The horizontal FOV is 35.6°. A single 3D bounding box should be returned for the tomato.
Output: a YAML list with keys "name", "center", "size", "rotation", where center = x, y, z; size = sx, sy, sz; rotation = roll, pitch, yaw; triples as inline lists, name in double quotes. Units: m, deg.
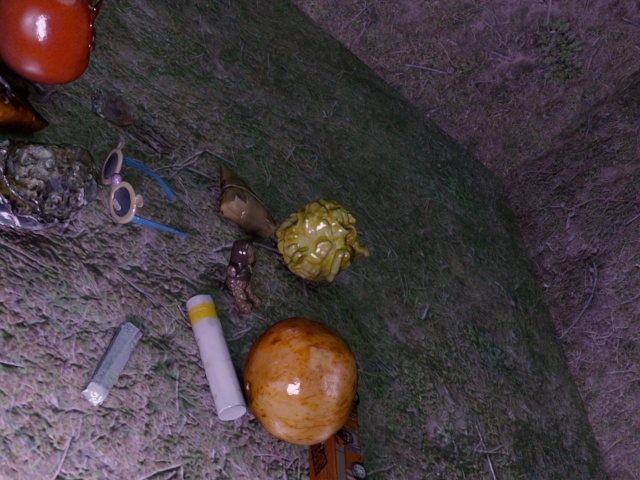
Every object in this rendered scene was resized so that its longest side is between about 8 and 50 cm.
- name: "tomato"
  center: [-0.570, -0.453, 2.067]
  size: [0.225, 0.255, 0.255]
  rotation: [-2, 50, -26]

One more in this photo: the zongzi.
- name: "zongzi"
  center: [-0.180, -0.095, 2.421]
  size: [0.160, 0.078, 0.176]
  rotation: [39, 22, -33]

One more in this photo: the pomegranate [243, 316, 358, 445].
- name: "pomegranate"
  center: [-0.036, 0.274, 1.938]
  size: [0.248, 0.248, 0.248]
  rotation: [38, 27, -23]

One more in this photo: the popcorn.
- name: "popcorn"
  center: [0.009, 0.008, 2.453]
  size: [0.217, 0.181, 0.235]
  rotation: [45, 32, -14]

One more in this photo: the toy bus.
- name: "toy bus"
  center: [0.032, 0.412, 2.016]
  size: [0.092, 0.093, 0.408]
  rotation: [30, 29, -22]

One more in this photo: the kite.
- name: "kite"
  center: [-0.438, -0.271, 2.316]
  size: [0.229, 0.016, 0.127]
  rotation: [37, 30, -19]

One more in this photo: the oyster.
- name: "oyster"
  center: [-0.507, -0.103, 1.828]
  size: [0.351, 0.158, 0.162]
  rotation: [-9, 103, -70]

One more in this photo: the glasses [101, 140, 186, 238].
- name: "glasses"
  center: [-0.380, -0.079, 2.108]
  size: [0.220, 0.088, 0.189]
  rotation: [49, 14, -55]

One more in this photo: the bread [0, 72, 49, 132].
- name: "bread"
  center: [-0.636, -0.274, 1.910]
  size: [0.139, 0.095, 0.269]
  rotation: [61, 13, 20]

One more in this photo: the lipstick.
- name: "lipstick"
  center: [-0.204, 0.225, 1.933]
  size: [0.059, 0.059, 0.264]
  rotation: [23, 36, -45]

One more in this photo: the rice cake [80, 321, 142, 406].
- name: "rice cake"
  center: [-0.359, 0.212, 1.720]
  size: [0.043, 0.034, 0.211]
  rotation: [40, 26, -13]

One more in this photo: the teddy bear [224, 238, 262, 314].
- name: "teddy bear"
  center: [-0.175, 0.075, 2.168]
  size: [0.119, 0.078, 0.160]
  rotation: [-26, 115, -67]
